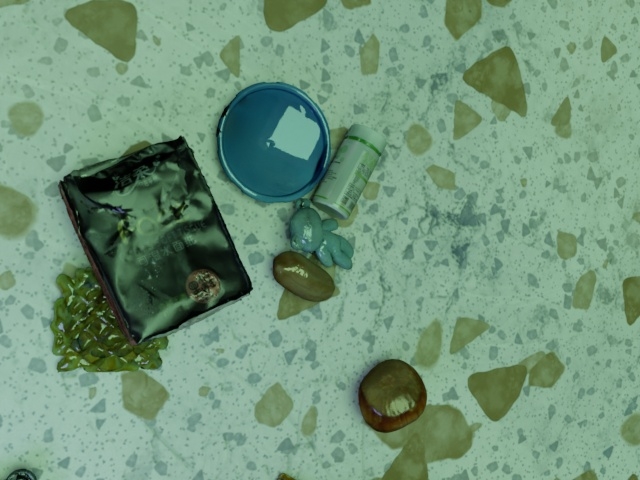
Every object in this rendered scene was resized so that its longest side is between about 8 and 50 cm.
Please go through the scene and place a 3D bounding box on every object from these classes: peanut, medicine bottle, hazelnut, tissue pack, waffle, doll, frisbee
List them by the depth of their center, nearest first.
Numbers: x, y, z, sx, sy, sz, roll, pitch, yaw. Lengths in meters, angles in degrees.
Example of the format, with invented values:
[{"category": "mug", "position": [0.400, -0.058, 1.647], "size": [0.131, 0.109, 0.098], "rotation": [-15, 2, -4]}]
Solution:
[{"category": "tissue pack", "position": [-0.293, -0.003, 1.339], "size": [0.245, 0.123, 0.332], "rotation": [-23, 85, -24]}, {"category": "waffle", "position": [-0.375, 0.142, 1.377], "size": [0.223, 0.054, 0.204], "rotation": [3, 90, -24]}, {"category": "frisbee", "position": [-0.093, -0.193, 1.496], "size": [0.242, 0.045, 0.242], "rotation": [-1, 93, -23]}, {"category": "peanut", "position": [-0.034, 0.075, 1.516], "size": [0.152, 0.076, 0.076], "rotation": [33, 79, -26]}, {"category": "doll", "position": [-0.004, 0.001, 1.537], "size": [0.180, 0.075, 0.120], "rotation": [42, 42, -42]}, {"category": "medicine bottle", "position": [0.059, -0.140, 1.544], "size": [0.086, 0.086, 0.183], "rotation": [32, 79, -21]}, {"category": "hazelnut", "position": [0.150, 0.331, 1.584], "size": [0.150, 0.150, 0.150], "rotation": [-1, 92, -24]}]

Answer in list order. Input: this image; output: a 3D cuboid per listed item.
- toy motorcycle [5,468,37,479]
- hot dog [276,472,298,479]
[{"category": "toy motorcycle", "position": [-0.568, 0.482, 1.297], "size": [0.193, 0.061, 0.124], "rotation": [-24, 95, -15]}, {"category": "hot dog", "position": [-0.056, 0.507, 1.548], "size": [0.083, 0.021, 0.037], "rotation": [35, 57, -18]}]
